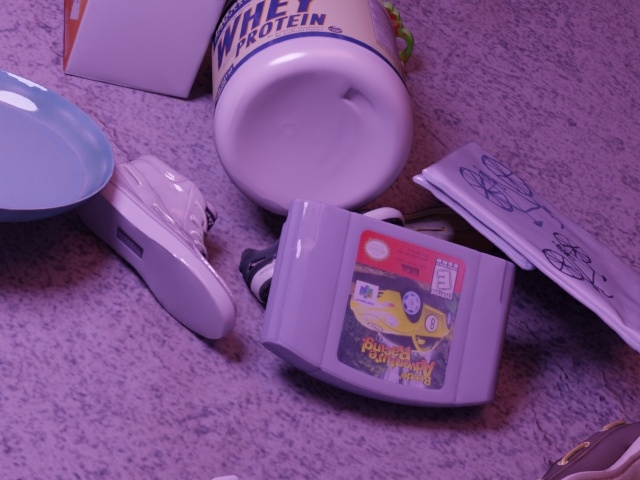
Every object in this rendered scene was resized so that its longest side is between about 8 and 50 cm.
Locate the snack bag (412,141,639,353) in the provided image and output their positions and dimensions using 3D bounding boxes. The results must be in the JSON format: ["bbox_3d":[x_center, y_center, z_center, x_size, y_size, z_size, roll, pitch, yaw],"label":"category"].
[{"bbox_3d":[0.282,0.002,2.081,0.342,0.037,0.323,39,16,6],"label":"snack bag"}]

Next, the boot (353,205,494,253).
[{"bbox_3d":[0.131,0.039,2.029,0.213,0.077,0.165,0,46,-19],"label":"boot"}]

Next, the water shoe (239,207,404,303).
[{"bbox_3d":[0.000,0.000,1.959,0.203,0.073,0.080,-25,47,-17],"label":"water shoe"}]

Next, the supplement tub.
[{"bbox_3d":[-0.016,-0.199,2.053,0.235,0.235,0.325,15,30,-14],"label":"supplement tub"}]

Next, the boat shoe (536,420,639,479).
[{"bbox_3d":[0.294,0.285,1.849,0.324,0.096,0.117,-28,105,-40],"label":"boat shoe"}]

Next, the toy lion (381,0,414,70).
[{"bbox_3d":[0.086,-0.288,2.328,0.100,0.096,0.034,22,41,-8],"label":"toy lion"}]

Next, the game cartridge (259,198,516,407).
[{"bbox_3d":[0.082,0.084,1.896,0.294,0.060,0.196,16,80,-23],"label":"game cartridge"}]

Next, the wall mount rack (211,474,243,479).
[{"bbox_3d":[-0.159,0.347,1.513,0.304,0.130,0.350,-10,52,-35],"label":"wall mount rack"}]

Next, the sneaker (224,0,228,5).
[{"bbox_3d":[-0.132,-0.361,2.320,0.234,0.084,0.097,40,3,26],"label":"sneaker"}]

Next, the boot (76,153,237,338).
[{"bbox_3d":[-0.156,-0.005,1.903,0.123,0.095,0.258,-30,65,-37],"label":"boot"}]

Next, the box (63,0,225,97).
[{"bbox_3d":[-0.198,-0.384,2.082,0.168,0.345,0.215,10,43,-18],"label":"box"}]

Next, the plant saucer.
[{"bbox_3d":[-0.386,-0.108,1.847,0.317,0.044,0.318,17,28,-9],"label":"plant saucer"}]
